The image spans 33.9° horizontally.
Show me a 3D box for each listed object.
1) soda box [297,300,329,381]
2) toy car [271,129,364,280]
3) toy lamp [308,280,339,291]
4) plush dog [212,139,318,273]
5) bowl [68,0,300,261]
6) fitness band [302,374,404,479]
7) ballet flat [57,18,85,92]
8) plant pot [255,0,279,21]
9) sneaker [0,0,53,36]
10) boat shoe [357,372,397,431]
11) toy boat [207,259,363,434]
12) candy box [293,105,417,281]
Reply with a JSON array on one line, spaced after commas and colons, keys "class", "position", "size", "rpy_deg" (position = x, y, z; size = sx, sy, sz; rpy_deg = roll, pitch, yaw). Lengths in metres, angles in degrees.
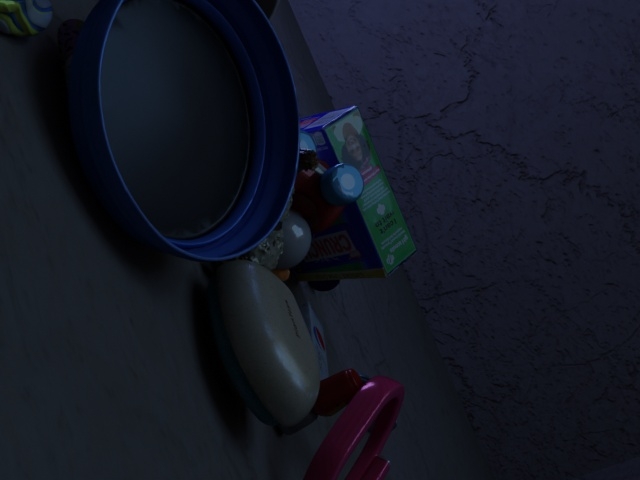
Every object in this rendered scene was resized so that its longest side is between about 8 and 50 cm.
[{"class": "soda box", "position": [-0.032, 0.203, 1.795], "size": [0.216, 0.074, 0.069], "rpy_deg": [-97, 162, -55]}, {"class": "toy car", "position": [-0.079, -0.042, 1.862], "size": [0.210, 0.219, 0.238], "rpy_deg": [35, 64, -20]}, {"class": "toy lamp", "position": [0.000, 0.000, 2.357], "size": [0.275, 0.080, 0.080], "rpy_deg": [-99, 164, -51]}, {"class": "plush dog", "position": [-0.111, -0.041, 1.672], "size": [0.262, 0.210, 0.225], "rpy_deg": [-62, 156, -74]}, {"class": "bowl", "position": [-0.170, -0.165, 1.380], "size": [0.391, 0.077, 0.391], "rpy_deg": [9, 79, -54]}, {"class": "fitness band", "position": [0.051, 0.339, 1.609], "size": [0.291, 0.054, 0.209], "rpy_deg": [-51, 152, -37]}, {"class": "ballet flat", "position": [-0.281, -0.176, 1.349], "size": [0.221, 0.077, 0.079], "rpy_deg": [65, 30, -19]}, {"class": "plant pot", "position": [-0.230, -0.462, 1.769], "size": [0.256, 0.256, 0.274], "rpy_deg": [61, -8, -33]}, {"class": "sneaker", "position": [-0.333, -0.304, 1.163], "size": [0.240, 0.126, 0.091], "rpy_deg": [28, 42, -73]}, {"class": "boat shoe", "position": [0.111, 0.347, 2.248], "size": [0.183, 0.065, 0.083], "rpy_deg": [53, 20, -52]}, {"class": "toy boat", "position": [-0.064, 0.190, 1.546], "size": [0.318, 0.148, 0.267], "rpy_deg": [46, 18, -45]}, {"class": "candy box", "position": [0.012, -0.082, 2.075], "size": [0.122, 0.268, 0.317], "rpy_deg": [-38, 110, -37]}]
